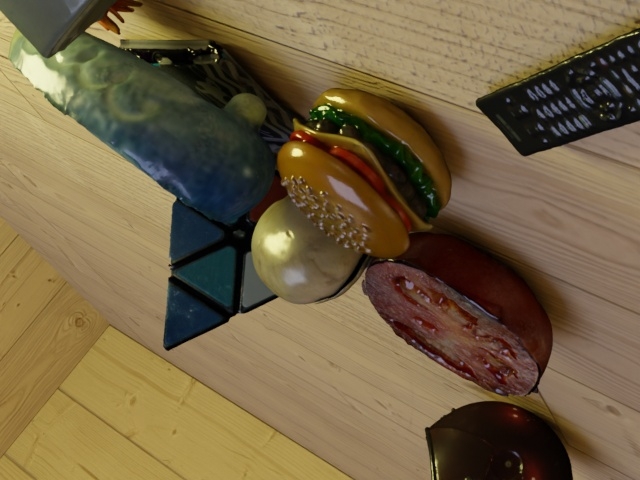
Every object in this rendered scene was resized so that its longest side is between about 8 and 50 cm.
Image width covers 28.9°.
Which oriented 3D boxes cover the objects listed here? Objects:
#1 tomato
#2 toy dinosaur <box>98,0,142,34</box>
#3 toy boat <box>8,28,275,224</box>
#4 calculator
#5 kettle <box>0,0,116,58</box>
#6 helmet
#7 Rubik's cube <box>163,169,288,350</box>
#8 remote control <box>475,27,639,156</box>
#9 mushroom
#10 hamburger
[{"bbox_3d":[0.151,0.066,1.282,0.225,0.085,0.225,35,161,14],"label":"tomato"},{"bbox_3d":[-0.242,-0.254,1.275,0.117,0.070,0.288,21,178,-5],"label":"toy dinosaur"},{"bbox_3d":[-0.166,-0.142,1.259,0.330,0.123,0.215,38,-178,40],"label":"toy boat"},{"bbox_3d":[-0.120,-0.159,1.359,0.165,0.028,0.274,43,166,-29],"label":"calculator"},{"bbox_3d":[-0.197,-0.332,0.716,0.376,0.250,0.361,44,-167,-12],"label":"kettle"},{"bbox_3d":[0.225,0.306,1.607,0.216,0.193,0.189,39,166,20],"label":"helmet"},{"bbox_3d":[-0.063,-0.034,1.526,0.250,0.284,0.234,0,-167,-4],"label":"Rubik's cube"},{"bbox_3d":[0.178,-0.100,0.848,0.063,0.025,0.245,42,165,-11],"label":"remote control"},{"bbox_3d":[0.000,0.000,1.328,0.122,0.154,0.154,30,171,-31],"label":"mushroom"},{"bbox_3d":[0.038,-0.060,1.111,0.162,0.115,0.162,36,164,12],"label":"hamburger"}]
